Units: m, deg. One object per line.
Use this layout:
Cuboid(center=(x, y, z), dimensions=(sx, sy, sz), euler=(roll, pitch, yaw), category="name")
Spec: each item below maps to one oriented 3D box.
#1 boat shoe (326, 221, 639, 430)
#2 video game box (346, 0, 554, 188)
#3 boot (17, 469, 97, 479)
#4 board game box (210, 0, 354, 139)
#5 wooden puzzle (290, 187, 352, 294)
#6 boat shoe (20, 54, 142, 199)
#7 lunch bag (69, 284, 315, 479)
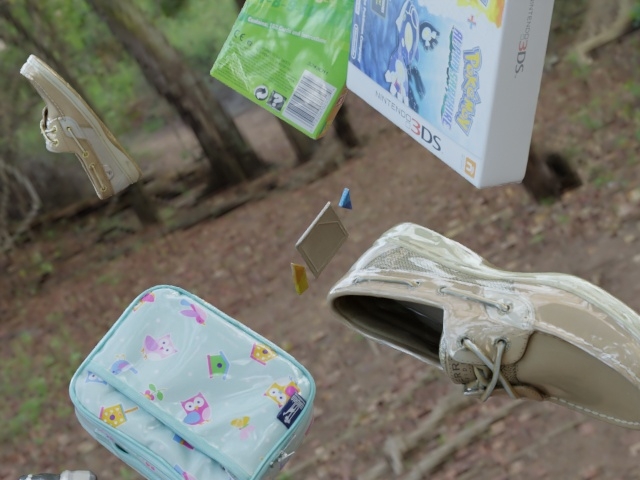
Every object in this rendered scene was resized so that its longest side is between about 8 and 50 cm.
Cuboid(center=(0.150, 0.089, 1.154), dimensions=(0.110, 0.121, 0.341), euler=(-38, 38, -28), category="boat shoe")
Cuboid(center=(0.089, -0.167, 0.968), dimensions=(0.048, 0.205, 0.187), euler=(-14, 34, -29), category="video game box")
Cuboid(center=(-0.282, 0.287, 0.759), dimensions=(0.284, 0.377, 0.138), euler=(14, 14, -11), category="boot")
Cuboid(center=(0.008, -0.236, 1.271), dimensions=(0.259, 0.124, 0.039), euler=(-61, -10, 21), category="board game box")
Cuboid(center=(0.000, 0.000, 1.563), dimensions=(0.014, 0.078, 0.116), euler=(24, 60, 34), category="wooden puzzle")
Cuboid(center=(-0.246, -0.107, 1.358), dimensions=(0.059, 0.170, 0.063), euler=(-40, 29, -4), category="boat shoe")
Cuboid(center=(-0.154, 0.203, 1.685), dimensions=(0.224, 0.279, 0.108), euler=(-50, -16, -28), category="lunch bag")
